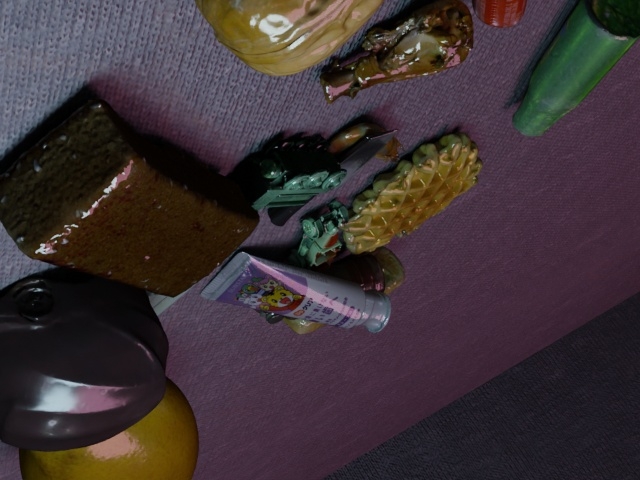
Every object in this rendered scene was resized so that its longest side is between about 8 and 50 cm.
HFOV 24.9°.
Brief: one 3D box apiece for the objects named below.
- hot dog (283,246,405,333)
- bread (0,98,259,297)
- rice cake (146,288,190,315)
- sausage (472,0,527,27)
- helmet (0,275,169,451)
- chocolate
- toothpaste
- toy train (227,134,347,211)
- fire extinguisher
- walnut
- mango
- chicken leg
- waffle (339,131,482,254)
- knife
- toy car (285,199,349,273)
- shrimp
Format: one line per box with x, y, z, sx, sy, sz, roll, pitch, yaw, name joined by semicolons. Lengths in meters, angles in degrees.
0.029;0.086;2.393;0.242;0.084;0.073;-26;163;-31;hot dog
-0.205;-0.034;1.625;0.165;0.113;0.416;-38;163;7;bread
-0.244;0.088;1.966;0.222;0.042;0.080;-40;157;11;rice cake
0.220;-0.326;1.738;0.074;0.074;0.274;-33;162;-10;sausage
-0.318;0.168;1.785;0.305;0.177;0.225;-22;154;-31;helmet
0.373;-0.256;2.159;0.110;0.110;0.291;-24;161;-33;chocolate
-0.028;0.081;2.176;0.299;0.073;0.114;14;137;-35;toothpaste
-0.042;-0.082;1.879;0.111;0.071;0.170;-35;165;27;toy train
-0.021;0.069;2.276;0.252;0.075;0.106;-12;131;-26;fire extinguisher
-0.021;-0.251;1.352;0.197;0.165;0.165;-48;160;8;walnut
-0.307;0.290;2.064;0.264;0.221;0.378;-22;155;-6;mango
0.095;-0.225;1.748;0.207;0.085;0.101;-27;-165;-8;chicken leg
0.141;-0.068;2.262;0.261;0.056;0.250;-37;162;8;waffle
0.021;-0.088;1.976;0.230;0.028;0.060;-38;150;30;knife
0.000;0.000;2.171;0.073;0.054;0.143;-28;161;-28;toy car
0.061;-0.119;1.996;0.095;0.045;0.162;-40;155;13;shrimp
